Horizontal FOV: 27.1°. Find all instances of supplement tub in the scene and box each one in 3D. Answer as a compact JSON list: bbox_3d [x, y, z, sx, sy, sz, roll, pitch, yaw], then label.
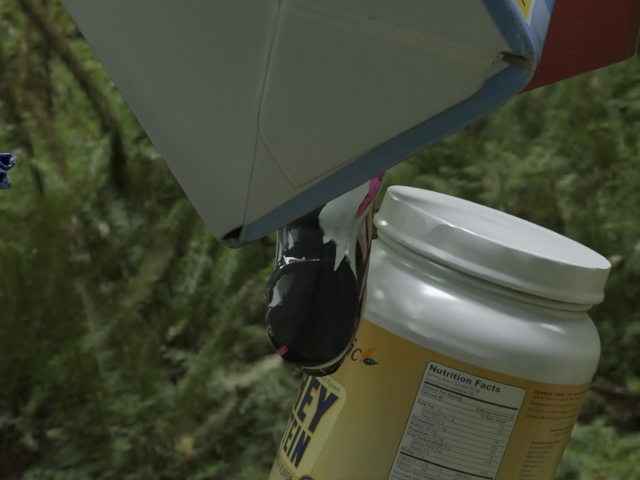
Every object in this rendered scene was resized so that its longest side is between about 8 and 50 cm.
[{"bbox_3d":[0.096,0.133,1.105,0.228,0.316,0.228,18,10,-3],"label":"supplement tub"}]

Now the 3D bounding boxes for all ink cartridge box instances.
[{"bbox_3d":[-0.007,-0.209,0.617,0.151,0.270,0.395,-27,15,20],"label":"ink cartridge box"}]

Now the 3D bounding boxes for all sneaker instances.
[{"bbox_3d":[0.000,0.000,0.806,0.072,0.178,0.077,10,-22,8],"label":"sneaker"}]

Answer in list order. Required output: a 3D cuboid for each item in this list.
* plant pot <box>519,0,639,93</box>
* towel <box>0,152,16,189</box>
[{"bbox_3d":[0.194,-0.296,1.361,0.267,0.236,0.267,-17,31,8],"label":"plant pot"},{"bbox_3d":[-0.433,-0.081,1.061,0.336,0.040,0.243,15,-10,-26],"label":"towel"}]
